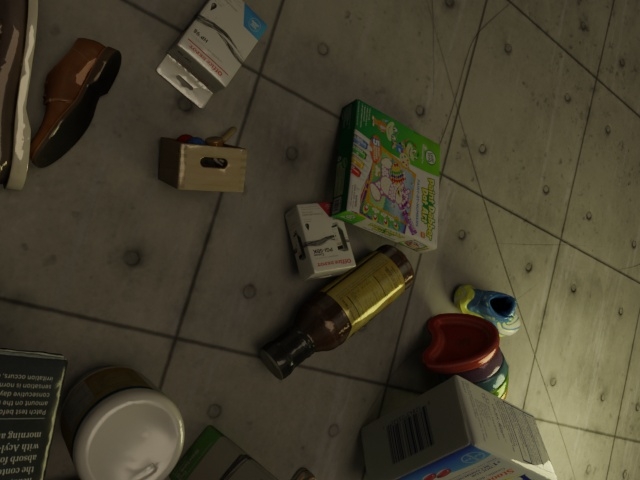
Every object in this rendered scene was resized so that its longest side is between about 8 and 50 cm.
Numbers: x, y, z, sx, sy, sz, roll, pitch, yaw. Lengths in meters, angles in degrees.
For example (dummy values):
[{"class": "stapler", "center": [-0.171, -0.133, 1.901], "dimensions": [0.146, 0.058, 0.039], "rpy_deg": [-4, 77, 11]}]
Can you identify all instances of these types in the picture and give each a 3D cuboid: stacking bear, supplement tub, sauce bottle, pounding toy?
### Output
[{"class": "stacking bear", "center": [0.349, 0.330, 1.223], "dimensions": [0.175, 0.164, 0.289], "rpy_deg": [-63, 139, -53]}, {"class": "supplement tub", "center": [-0.295, 0.266, 0.780], "dimensions": [0.144, 0.199, 0.145], "rpy_deg": [-1, 92, -32]}, {"class": "sauce bottle", "center": [0.034, 0.137, 1.042], "dimensions": [0.344, 0.111, 0.112], "rpy_deg": [-34, 109, -25]}, {"class": "pounding toy", "center": [-0.185, -0.141, 0.887], "dimensions": [0.141, 0.130, 0.100], "rpy_deg": [-1, 105, -33]}]

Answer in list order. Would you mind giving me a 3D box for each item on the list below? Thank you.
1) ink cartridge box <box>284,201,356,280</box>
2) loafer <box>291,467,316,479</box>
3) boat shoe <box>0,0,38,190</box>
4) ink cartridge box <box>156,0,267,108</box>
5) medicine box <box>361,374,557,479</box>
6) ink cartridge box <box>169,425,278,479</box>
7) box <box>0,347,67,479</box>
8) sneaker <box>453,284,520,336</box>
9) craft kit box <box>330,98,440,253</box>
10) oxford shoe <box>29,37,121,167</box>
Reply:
[{"class": "ink cartridge box", "center": [0.000, 0.000, 1.019], "dimensions": [0.099, 0.056, 0.136], "rpy_deg": [-8, 75, -33]}, {"class": "loafer", "center": [-0.053, 0.507, 1.040], "dimensions": [0.045, 0.039, 0.125], "rpy_deg": [42, 70, -27]}, {"class": "boat shoe", "center": [-0.443, -0.232, 0.718], "dimensions": [0.096, 0.116, 0.325], "rpy_deg": [3, 96, -36]}, {"class": "ink cartridge box", "center": [-0.183, -0.328, 0.910], "dimensions": [0.104, 0.060, 0.180], "rpy_deg": [38, 72, -29]}, {"class": "medicine box", "center": [0.280, 0.440, 1.105], "dimensions": [0.289, 0.263, 0.149], "rpy_deg": [32, 33, -29]}, {"class": "ink cartridge box", "center": [-0.102, 0.441, 0.867], "dimensions": [0.115, 0.272, 0.198], "rpy_deg": [-49, 115, -21]}, {"class": "box", "center": [-0.471, 0.299, 0.541], "dimensions": [0.212, 0.293, 0.396], "rpy_deg": [29, 63, -56]}, {"class": "sneaker", "center": [0.434, 0.181, 1.288], "dimensions": [0.240, 0.126, 0.091], "rpy_deg": [25, 79, -31]}, {"class": "craft kit box", "center": [0.142, -0.127, 1.095], "dimensions": [0.246, 0.060, 0.250], "rpy_deg": [21, 65, -35]}, {"class": "oxford shoe", "center": [-0.380, -0.206, 0.794], "dimensions": [0.076, 0.076, 0.212], "rpy_deg": [25, 74, -5]}]
